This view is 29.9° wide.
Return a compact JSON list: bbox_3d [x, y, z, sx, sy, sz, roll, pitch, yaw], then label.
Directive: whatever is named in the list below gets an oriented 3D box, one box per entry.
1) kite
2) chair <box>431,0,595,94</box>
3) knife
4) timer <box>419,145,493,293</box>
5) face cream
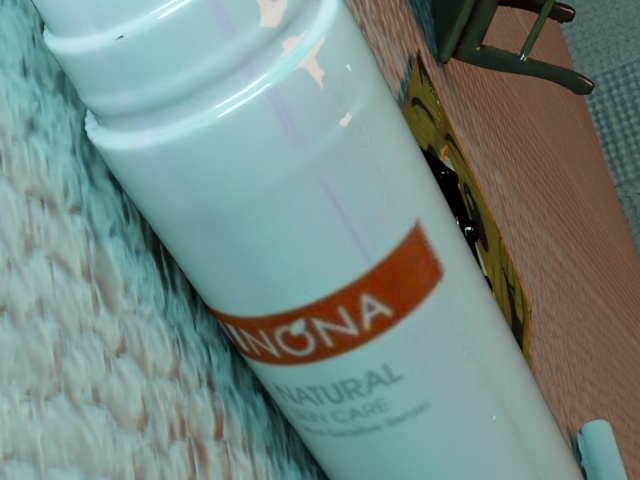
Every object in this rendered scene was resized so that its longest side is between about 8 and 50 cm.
[{"bbox_3d":[0.118,-0.014,0.963,0.377,0.013,0.328,30,42,-63],"label":"kite"},{"bbox_3d":[0.133,-0.277,1.114,0.160,0.319,0.186,-89,-163,-46],"label":"chair"},{"bbox_3d":[0.273,0.290,1.049,0.073,0.040,0.266,60,16,-62],"label":"knife"},{"bbox_3d":[0.059,0.039,0.667,0.144,0.055,0.187,19,57,-65],"label":"timer"},{"bbox_3d":[0.000,0.000,0.449,0.345,0.102,0.102,58,21,-31],"label":"face cream"}]
